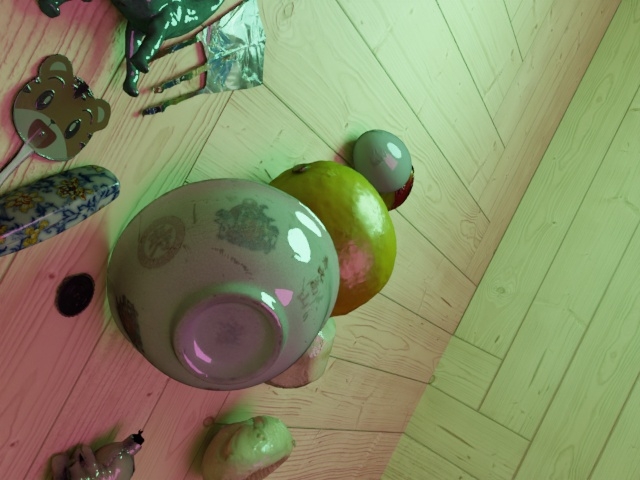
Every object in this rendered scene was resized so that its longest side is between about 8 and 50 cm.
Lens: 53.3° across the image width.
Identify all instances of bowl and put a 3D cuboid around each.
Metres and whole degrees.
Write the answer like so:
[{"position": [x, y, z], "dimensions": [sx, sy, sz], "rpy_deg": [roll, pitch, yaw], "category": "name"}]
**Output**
[{"position": [-0.164, 0.124, 1.120], "dimensions": [0.435, 0.196, 0.434], "rpy_deg": [-4, 115, -8], "category": "bowl"}]

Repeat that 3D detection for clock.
[{"position": [-0.426, 0.096, 1.109], "dimensions": [0.074, 0.010, 0.083], "rpy_deg": [-14, 123, -53], "category": "clock"}]

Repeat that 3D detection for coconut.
[{"position": [-0.075, 0.233, 1.545], "dimensions": [0.241, 0.241, 0.241], "rpy_deg": [-36, 139, -39], "category": "coconut"}]

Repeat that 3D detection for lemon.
[{"position": [0.000, 0.000, 1.381], "dimensions": [0.348, 0.348, 0.347], "rpy_deg": [-36, 139, -39], "category": "lemon"}]

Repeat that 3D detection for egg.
[{"position": [0.157, -0.204, 1.641], "dimensions": [0.146, 0.146, 0.198], "rpy_deg": [-55, 140, -16], "category": "egg"}]

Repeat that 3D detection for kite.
[{"position": [-0.202, -0.327, 1.138], "dimensions": [0.310, 0.015, 0.169], "rpy_deg": [-34, 138, -43], "category": "kite"}]

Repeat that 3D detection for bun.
[{"position": [-0.197, 0.541, 1.633], "dimensions": [0.259, 0.160, 0.259], "rpy_deg": [-31, 157, -15], "category": "bun"}]

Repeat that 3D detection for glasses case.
[{"position": [-0.414, -0.045, 0.948], "dimensions": [0.248, 0.087, 0.065], "rpy_deg": [-33, 141, -40], "category": "glasses case"}]

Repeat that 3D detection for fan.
[{"position": [-0.415, -0.155, 0.945], "dimensions": [0.226, 0.008, 0.152], "rpy_deg": [-55, 149, -16], "category": "fan"}]

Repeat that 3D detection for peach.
[{"position": [0.211, -0.157, 1.810], "dimensions": [0.127, 0.093, 0.172], "rpy_deg": [-20, 126, -53], "category": "peach"}]

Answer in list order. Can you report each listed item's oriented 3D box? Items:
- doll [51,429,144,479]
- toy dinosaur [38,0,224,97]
[{"position": [-0.446, 0.466, 1.269], "dimensions": [0.192, 0.095, 0.149], "rpy_deg": [-7, 116, -52], "category": "doll"}, {"position": [-0.250, -0.417, 0.943], "dimensions": [0.330, 0.129, 0.383], "rpy_deg": [-65, 150, -21], "category": "toy dinosaur"}]
